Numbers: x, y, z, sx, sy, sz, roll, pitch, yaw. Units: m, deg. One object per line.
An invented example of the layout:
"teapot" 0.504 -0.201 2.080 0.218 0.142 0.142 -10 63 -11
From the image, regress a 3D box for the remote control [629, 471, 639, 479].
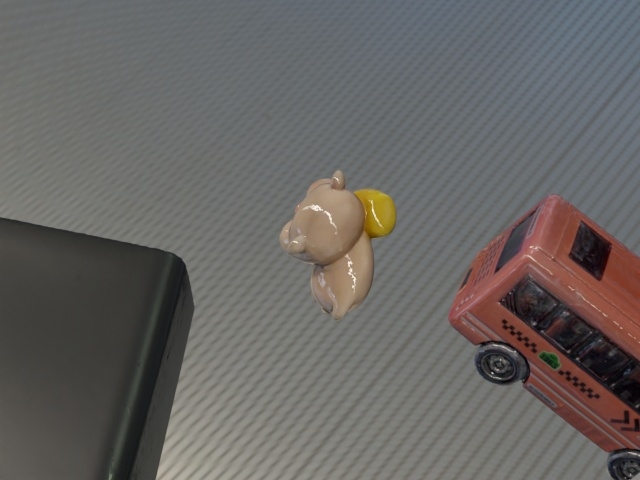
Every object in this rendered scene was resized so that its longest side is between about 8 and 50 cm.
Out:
"remote control" 0.193 0.195 0.611 0.103 0.250 0.034 22 60 6

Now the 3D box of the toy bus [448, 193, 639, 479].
"toy bus" 0.408 0.145 1.457 0.427 0.233 0.203 38 42 -3

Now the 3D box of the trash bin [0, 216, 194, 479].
"trash bin" -0.173 0.110 0.591 0.165 0.115 0.225 11 65 5

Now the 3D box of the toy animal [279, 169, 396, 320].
"toy animal" 0.000 0.000 0.846 0.091 0.082 0.114 17 90 48
